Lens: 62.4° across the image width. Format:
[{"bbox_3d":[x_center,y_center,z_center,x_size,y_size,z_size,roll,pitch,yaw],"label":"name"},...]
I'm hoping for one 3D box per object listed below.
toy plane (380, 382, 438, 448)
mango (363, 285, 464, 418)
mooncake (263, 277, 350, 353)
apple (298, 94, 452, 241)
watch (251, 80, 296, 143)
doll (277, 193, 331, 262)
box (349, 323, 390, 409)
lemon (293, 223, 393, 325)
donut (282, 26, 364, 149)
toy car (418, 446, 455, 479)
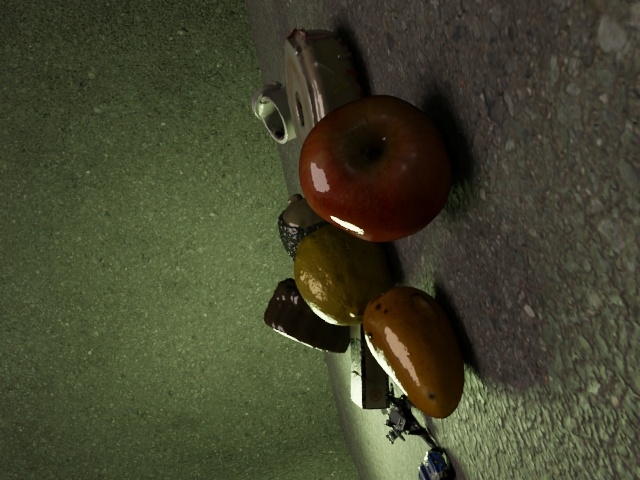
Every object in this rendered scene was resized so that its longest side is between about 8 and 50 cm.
[{"bbox_3d":[0.240,0.501,1.460,0.262,0.088,0.192,-139,62,-70],"label":"toy plane"},{"bbox_3d":[0.188,0.207,1.039,0.190,0.160,0.290,96,156,-44],"label":"mango"},{"bbox_3d":[-0.026,0.249,1.805,0.324,0.324,0.187,-159,92,-81],"label":"mooncake"},{"bbox_3d":[0.087,-0.105,0.868,0.241,0.242,0.241,78,176,-71],"label":"apple"},{"bbox_3d":[-0.136,-0.497,2.114,0.231,0.196,0.244,43,154,35],"label":"watch"},{"bbox_3d":[0.000,0.000,1.783,0.247,0.248,0.349,-117,5,-59],"label":"doll"},{"bbox_3d":[0.143,0.331,1.575,0.198,0.084,0.309,120,150,-79],"label":"box"},{"bbox_3d":[0.059,0.087,1.376,0.284,0.261,0.260,-136,32,-72],"label":"lemon"},{"bbox_3d":[0.012,-0.336,1.313,0.382,0.143,0.382,166,90,-81],"label":"donut"},{"bbox_3d":[0.290,0.602,1.339,0.080,0.071,0.170,-115,13,-49],"label":"toy car"}]
